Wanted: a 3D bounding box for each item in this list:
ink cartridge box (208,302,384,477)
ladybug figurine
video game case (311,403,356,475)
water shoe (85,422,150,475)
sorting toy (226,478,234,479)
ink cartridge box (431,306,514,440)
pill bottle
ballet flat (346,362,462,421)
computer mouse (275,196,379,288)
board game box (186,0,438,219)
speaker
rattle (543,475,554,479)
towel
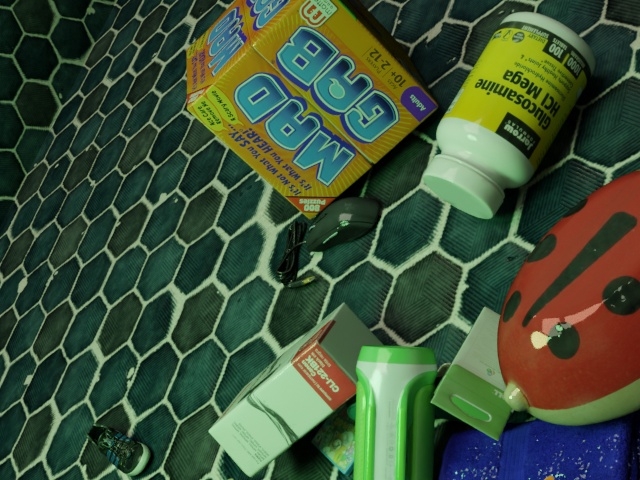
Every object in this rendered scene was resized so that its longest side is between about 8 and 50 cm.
[{"bbox_3d":[-0.039,0.256,1.670,0.273,0.114,0.197,-43,1,22],"label":"ink cartridge box"},{"bbox_3d":[0.406,0.056,1.319,0.449,0.162,0.305,-46,38,-9],"label":"ladybug figurine"},{"bbox_3d":[0.063,0.309,1.676,0.166,0.015,0.119,-54,34,-3],"label":"video game case"},{"bbox_3d":[-0.442,0.449,2.083,0.203,0.080,0.073,7,66,52],"label":"water shoe"},{"bbox_3d":[-0.214,0.576,1.649,0.257,0.089,0.255,-33,28,1],"label":"sorting toy"},{"bbox_3d":[0.239,0.204,1.410,0.209,0.109,0.062,-51,-12,-41],"label":"ink cartridge box"},{"bbox_3d":[0.322,-0.214,1.691,0.188,0.188,0.334,19,75,55],"label":"pill bottle"},{"bbox_3d":[0.174,0.245,1.548,0.280,0.095,0.096,-6,44,34],"label":"ballet flat"},{"bbox_3d":[0.000,0.000,1.989,0.262,0.060,0.184,-17,46,41],"label":"computer mouse"},{"bbox_3d":[-0.032,-0.344,2.031,0.356,0.356,0.356,-41,27,15],"label":"board game box"},{"bbox_3d":[0.109,0.307,1.438,0.131,0.131,0.297,-3,83,48],"label":"speaker"},{"bbox_3d":[0.257,0.408,1.177,0.142,0.200,0.130,-20,19,-32],"label":"rattle"},{"bbox_3d":[0.291,0.341,1.326,0.308,0.076,0.228,-21,46,38],"label":"towel"}]
